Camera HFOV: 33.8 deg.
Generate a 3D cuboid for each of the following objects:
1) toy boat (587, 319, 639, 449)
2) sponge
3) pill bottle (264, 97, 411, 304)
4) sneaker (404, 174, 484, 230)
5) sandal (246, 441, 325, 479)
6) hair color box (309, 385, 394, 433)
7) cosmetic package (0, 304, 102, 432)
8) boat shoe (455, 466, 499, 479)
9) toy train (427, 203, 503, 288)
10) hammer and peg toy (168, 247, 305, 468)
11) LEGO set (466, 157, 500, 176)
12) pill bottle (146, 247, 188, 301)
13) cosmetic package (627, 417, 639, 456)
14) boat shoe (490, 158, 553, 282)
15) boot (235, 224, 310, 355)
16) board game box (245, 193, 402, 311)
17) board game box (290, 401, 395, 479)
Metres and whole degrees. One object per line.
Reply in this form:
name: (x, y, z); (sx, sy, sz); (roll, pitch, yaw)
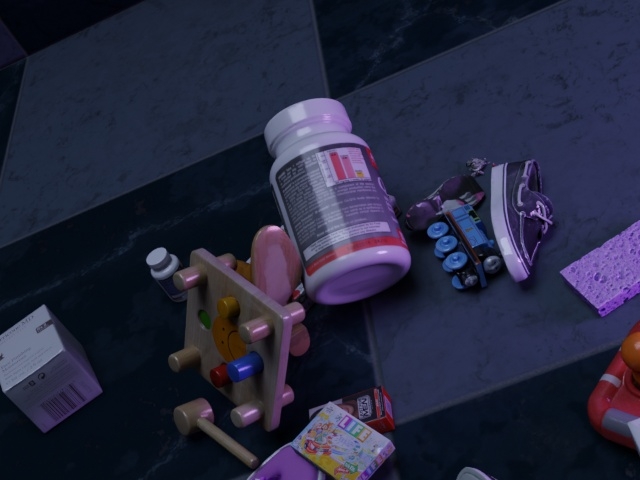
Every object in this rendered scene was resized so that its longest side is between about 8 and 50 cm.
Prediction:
toy boat: (0.492, 0.192, 1.574); (0.151, 0.151, 0.231); (16, 59, 43)
sponge: (0.531, 0.036, 1.808); (0.210, 0.031, 0.117); (-34, 39, -1)
pill bottle: (0.022, -0.077, 2.021); (0.210, 0.210, 0.362); (-23, 67, 11)
sneaker: (0.236, -0.073, 2.092); (0.178, 0.072, 0.077); (-24, -3, -16)
sandal: (-0.139, 0.489, 1.716); (0.169, 0.102, 0.416); (16, 58, 42)
hair color box: (0.053, 0.310, 1.826); (0.141, 0.043, 0.072); (-22, 41, 14)
cosmetic package: (-0.577, 0.266, 2.203); (0.151, 0.151, 0.183); (-36, 39, -7)
boat shoe: (0.291, 0.439, 1.500); (0.302, 0.091, 0.114); (57, 134, 50)
toy train: (0.271, 0.013, 1.970); (0.105, 0.080, 0.184); (-25, 39, 0)
hammer and peg toy: (-0.151, 0.221, 1.875); (0.127, 0.361, 0.266); (-21, 41, -39)
LEGO set: (0.328, -0.153, 2.149); (0.083, 0.023, 0.054); (-1, 48, 33)
pill bottle: (-0.322, 0.072, 2.265); (0.067, 0.120, 0.067); (-18, 41, 17)
cosmetic package: (0.632, 0.286, 1.383); (0.385, 0.156, 0.217); (-22, 40, 11)
boat shoe: (0.379, -0.046, 1.947); (0.102, 0.108, 0.301); (-17, 34, 20)
boot: (-0.119, 0.071, 1.996); (0.104, 0.295, 0.211); (-28, 34, -22)
board game box: (0.000, 0.000, 2.180); (0.305, 0.053, 0.193); (-46, 41, -16)
board game box: (0.035, 0.342, 1.747); (0.103, 0.026, 0.154); (-45, 42, -18)
